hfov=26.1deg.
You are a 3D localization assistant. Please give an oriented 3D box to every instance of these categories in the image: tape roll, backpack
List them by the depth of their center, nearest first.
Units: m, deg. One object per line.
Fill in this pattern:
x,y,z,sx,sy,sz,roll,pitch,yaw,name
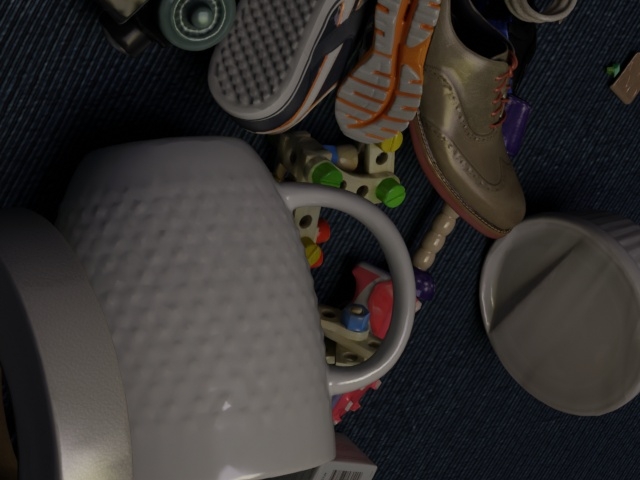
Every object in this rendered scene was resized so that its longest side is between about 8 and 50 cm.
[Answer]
-0.289,0.165,1.274,0.072,0.392,0.392,-8,122,-35,tape roll
0.199,-0.241,1.597,0.120,0.101,0.098,-55,150,-45,backpack

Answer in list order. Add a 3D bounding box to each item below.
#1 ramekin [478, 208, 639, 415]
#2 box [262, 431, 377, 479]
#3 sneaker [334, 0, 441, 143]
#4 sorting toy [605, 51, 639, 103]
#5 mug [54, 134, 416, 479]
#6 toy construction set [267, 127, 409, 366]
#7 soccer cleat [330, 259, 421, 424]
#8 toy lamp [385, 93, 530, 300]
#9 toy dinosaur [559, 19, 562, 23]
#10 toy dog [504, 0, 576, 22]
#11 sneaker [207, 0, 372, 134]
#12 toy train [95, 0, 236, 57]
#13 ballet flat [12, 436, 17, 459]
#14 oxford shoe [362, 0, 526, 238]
0.350,0.082,1.813,0.127,0.273,0.273,-22,130,-41,ramekin
-0.004,0.308,1.796,0.101,0.087,0.102,13,109,-42,box
0.076,-0.194,1.426,0.084,0.083,0.215,20,124,-5,sneaker
0.407,-0.222,1.828,0.062,0.012,0.083,-50,139,7,sorting toy
-0.090,0.064,1.381,0.374,0.276,0.328,-7,87,-2,mug
0.000,0.000,1.574,0.215,0.151,0.328,-10,111,-33,toy construction set
0.041,0.133,1.736,0.083,0.095,0.248,-30,154,-48,soccer cleat
0.173,-0.059,1.706,0.080,0.080,0.275,18,104,-43,toy lamp
0.298,-0.360,1.642,0.092,0.053,0.183,-18,121,-9,toy dinosaur
0.289,-0.413,1.488,0.220,0.161,0.333,46,76,-2,toy dog
-0.008,-0.255,1.412,0.321,0.126,0.127,-59,164,-6,sneaker
-0.101,-0.322,1.272,0.334,0.142,0.190,-42,128,5,toy train
-0.248,0.157,1.519,0.280,0.095,0.096,-39,125,-25,ballet flat
0.164,-0.154,1.521,0.348,0.130,0.123,59,31,-25,oxford shoe
